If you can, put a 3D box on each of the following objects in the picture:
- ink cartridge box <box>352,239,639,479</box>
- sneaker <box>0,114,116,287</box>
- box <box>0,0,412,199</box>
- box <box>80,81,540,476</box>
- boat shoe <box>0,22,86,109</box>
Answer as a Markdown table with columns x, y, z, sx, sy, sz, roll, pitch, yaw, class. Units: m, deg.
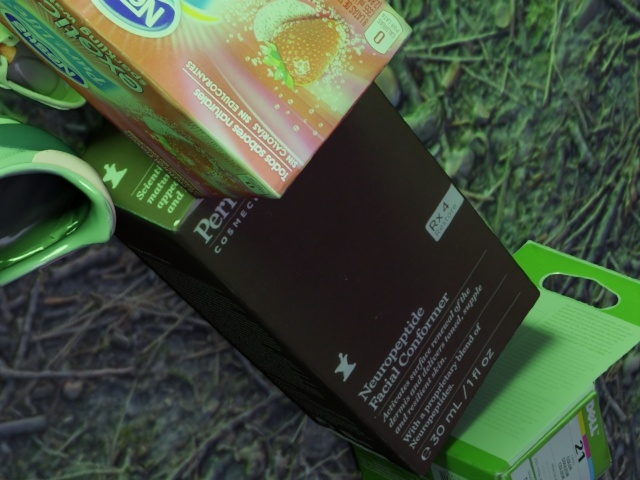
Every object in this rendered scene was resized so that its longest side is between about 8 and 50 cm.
| x | y | z | sx | sy | sz | roll | pitch | yaw | class |
| --- | --- | --- | --- | --- | --- | --- | --- | --- | --- |
| 0.174 | 0.127 | 1.646 | 0.255 | 0.189 | 0.097 | -38 | 129 | -29 | ink cartridge box |
| -0.272 | 0.004 | 1.187 | 0.319 | 0.131 | 0.112 | -28 | 125 | -35 | sneaker |
| -0.115 | -0.171 | 1.174 | 0.300 | 0.154 | 0.142 | 43 | 75 | -18 | box |
| 0.000 | 0.000 | 1.457 | 0.191 | 0.143 | 0.381 | -56 | 135 | -12 | box |
| -0.210 | -0.124 | 1.261 | 0.137 | 0.043 | 0.049 | 34 | 84 | -46 | boat shoe |
